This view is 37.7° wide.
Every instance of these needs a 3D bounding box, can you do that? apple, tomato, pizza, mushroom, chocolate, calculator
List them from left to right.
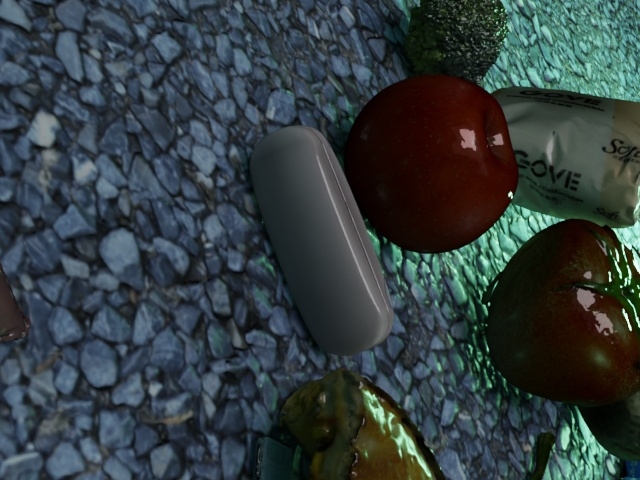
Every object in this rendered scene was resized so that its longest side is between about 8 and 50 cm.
[{"bbox_3d":[-0.057,0.298,1.015,0.057,0.018,0.172,30,49,-38],"label":"calculator"},{"bbox_3d":[0.022,0.396,0.982,0.406,0.130,0.440,-44,117,-39],"label":"pizza"},{"bbox_3d":[0.040,0.266,1.112,0.219,0.086,0.085,55,37,-18],"label":"chocolate"},{"bbox_3d":[0.166,-0.116,1.368,0.260,0.216,0.260,33,46,-43],"label":"apple"},{"bbox_3d":[0.397,0.122,1.504,0.303,0.239,0.303,27,50,-36],"label":"tomato"},{"bbox_3d":[0.523,0.226,1.649,0.247,0.130,0.344,95,-9,-73],"label":"mushroom"}]

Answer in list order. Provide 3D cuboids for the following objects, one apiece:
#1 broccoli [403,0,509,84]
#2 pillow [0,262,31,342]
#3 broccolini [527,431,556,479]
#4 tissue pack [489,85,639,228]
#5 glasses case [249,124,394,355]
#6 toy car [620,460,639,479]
[{"bbox_3d":[0.238,-0.364,1.639,0.176,0.198,0.226,23,13,-3],"label":"broccoli"},{"bbox_3d":[-0.329,0.048,0.781,0.185,0.043,0.118,-21,86,-55],"label":"pillow"},{"bbox_3d":[0.320,0.381,1.457,0.058,0.071,0.254,22,31,10],"label":"broccolini"},{"bbox_3d":[0.421,-0.159,1.652,0.390,0.376,0.195,-38,141,-57],"label":"tissue pack"},{"bbox_3d":[0.000,0.000,1.173,0.075,0.113,0.296,-16,84,-56],"label":"glasses case"},{"bbox_3d":[0.604,0.446,1.749,0.103,0.063,0.216,54,38,-16],"label":"toy car"}]
